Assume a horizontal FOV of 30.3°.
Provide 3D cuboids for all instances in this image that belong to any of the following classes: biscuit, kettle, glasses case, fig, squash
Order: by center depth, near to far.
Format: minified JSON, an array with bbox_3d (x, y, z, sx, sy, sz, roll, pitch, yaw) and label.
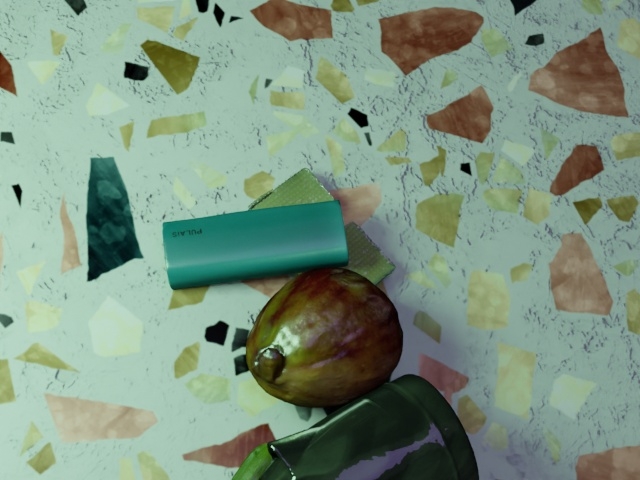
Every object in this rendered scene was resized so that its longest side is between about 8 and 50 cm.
[{"bbox_3d":[0.059,0.408,1.819,0.324,0.228,0.321,-23,108,-20],"label":"kettle"},{"bbox_3d":[-0.127,0.413,1.837,0.066,0.066,0.229,32,65,1],"label":"squash"},{"bbox_3d":[0.000,0.158,1.897,0.263,0.224,0.224,-18,73,-16],"label":"fig"},{"bbox_3d":[-0.109,0.002,1.969,0.301,0.070,0.117,-9,77,-2],"label":"glasses case"},{"bbox_3d":[0.000,0.000,2.046,0.147,0.046,0.250,-40,81,-24],"label":"biscuit"}]
